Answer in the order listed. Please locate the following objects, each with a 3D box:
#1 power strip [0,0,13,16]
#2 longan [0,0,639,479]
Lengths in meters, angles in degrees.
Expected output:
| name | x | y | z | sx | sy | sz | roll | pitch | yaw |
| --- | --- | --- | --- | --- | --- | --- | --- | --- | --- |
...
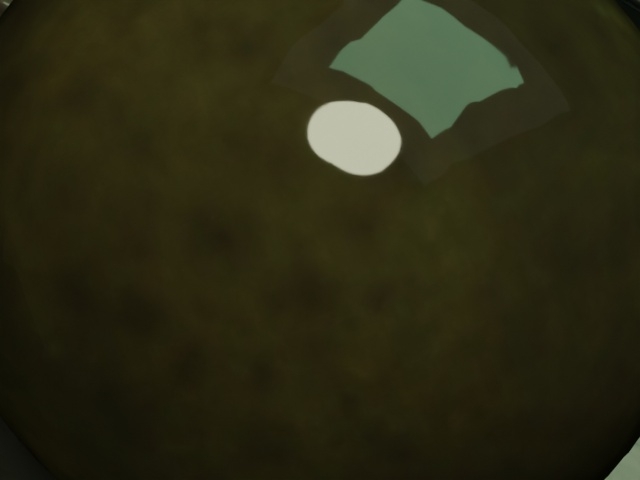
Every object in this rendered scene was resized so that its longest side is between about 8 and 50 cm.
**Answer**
| name | x | y | z | sx | sy | sz | roll | pitch | yaw |
| --- | --- | --- | --- | --- | --- | --- | --- | --- | --- |
| power strip | -0.179 | -0.126 | 1.082 | 0.154 | 0.078 | 0.154 | 27 | 24 | -13 |
| longan | 0.000 | 0.000 | 0.735 | 0.319 | 0.319 | 0.319 | 25 | 22 | -11 |
